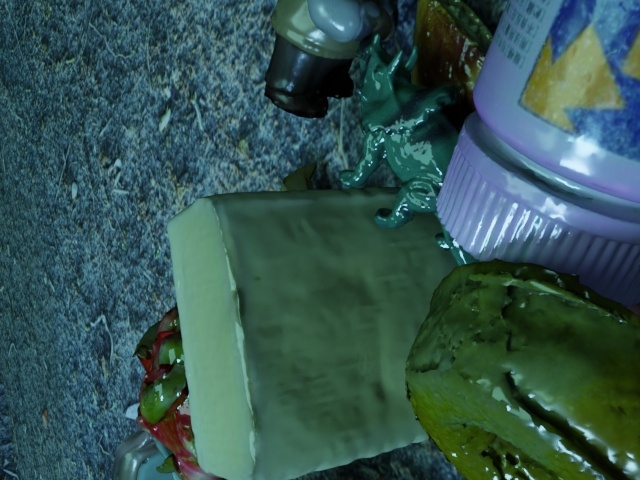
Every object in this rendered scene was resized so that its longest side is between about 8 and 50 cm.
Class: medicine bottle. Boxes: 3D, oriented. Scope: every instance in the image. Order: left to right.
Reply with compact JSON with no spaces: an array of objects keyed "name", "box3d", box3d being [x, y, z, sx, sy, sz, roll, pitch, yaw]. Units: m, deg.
[{"name":"medicine bottle","box3d":[0.201,-0.117,0.510,0.178,0.178,0.290,49,131,42]}]

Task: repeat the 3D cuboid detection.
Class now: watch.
[{"name":"watch","box3d":[-0.200,0.426,1.207,0.241,0.162,0.253,29,118,43]}]

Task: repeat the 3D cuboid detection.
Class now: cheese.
[{"name":"cheese","box3d":[0.010,0.075,0.738,0.124,0.265,0.242,-10,86,54]}]

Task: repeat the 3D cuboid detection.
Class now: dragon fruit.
[{"name":"dragon fruit","box3d":[-0.110,0.166,0.968,0.303,0.231,0.237,-139,41,-59]}]

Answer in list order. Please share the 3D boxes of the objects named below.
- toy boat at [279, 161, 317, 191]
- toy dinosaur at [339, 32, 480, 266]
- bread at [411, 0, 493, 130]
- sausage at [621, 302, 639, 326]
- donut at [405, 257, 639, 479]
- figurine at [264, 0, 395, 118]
[{"name":"toy boat","box3d":[0.000,0.000,0.920,0.064,0.072,0.206,112,152,-57]},{"name":"toy dinosaur","box3d":[0.091,-0.043,0.707,0.120,0.079,0.292,-13,96,38]},{"name":"bread","box3d":[0.126,-0.138,0.733,0.154,0.054,0.136,59,143,33]},{"name":"sausage","box3d":[0.231,0.063,0.591,0.154,0.062,0.062,52,134,38]},{"name":"donut","box3d":[0.168,0.135,0.526,0.272,0.107,0.272,31,155,17]},{"name":"figurine","box3d":[0.047,-0.279,0.712,0.206,0.218,0.365,27,129,32]}]
